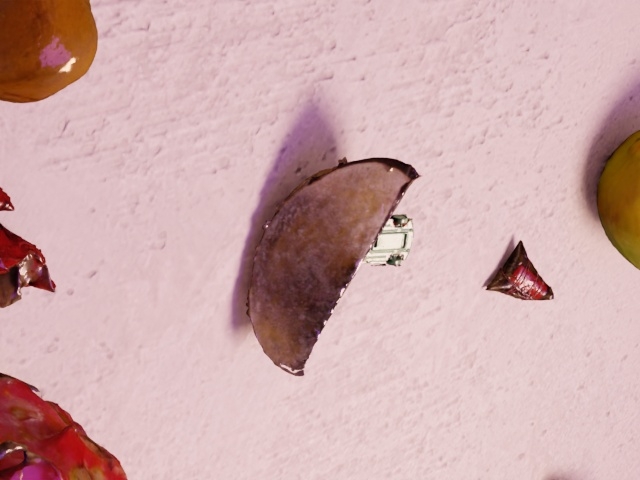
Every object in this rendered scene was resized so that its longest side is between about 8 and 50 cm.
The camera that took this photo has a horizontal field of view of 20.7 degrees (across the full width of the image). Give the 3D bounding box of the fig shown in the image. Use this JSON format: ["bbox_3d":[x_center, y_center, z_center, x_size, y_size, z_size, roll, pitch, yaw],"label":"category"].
[{"bbox_3d":[0.465,-0.047,2.280,0.207,0.207,0.230,-53,146,-14],"label":"fig"}]

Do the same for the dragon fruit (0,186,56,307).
[{"bbox_3d":[-0.318,-0.003,1.556,0.092,0.122,0.192,-28,147,17],"label":"dragon fruit"}]

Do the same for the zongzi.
[{"bbox_3d":[0.241,0.052,2.205,0.073,0.067,0.083,-37,115,-14],"label":"zongzi"}]

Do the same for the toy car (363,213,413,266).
[{"bbox_3d":[0.052,0.000,1.970,0.122,0.035,0.059,-3,112,-29],"label":"toy car"}]

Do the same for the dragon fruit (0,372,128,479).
[{"bbox_3d":[-0.307,0.325,1.593,0.386,0.249,0.371,-47,132,-24],"label":"dragon fruit"}]

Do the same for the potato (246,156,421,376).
[{"bbox_3d":[-0.001,0.002,1.889,0.261,0.120,0.100,-59,180,12],"label":"potato"}]

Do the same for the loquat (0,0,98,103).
[{"bbox_3d":[-0.257,-0.179,1.487,0.137,0.113,0.137,-1,92,-21],"label":"loquat"}]
